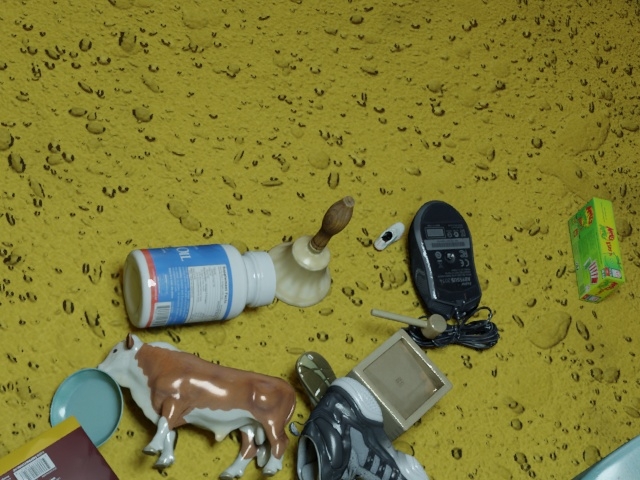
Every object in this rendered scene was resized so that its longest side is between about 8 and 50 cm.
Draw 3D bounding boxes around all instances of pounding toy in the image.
[{"bbox_3d":[0.125,0.201,1.721,0.206,0.094,0.181,-35,79,-36],"label":"pounding toy"}]

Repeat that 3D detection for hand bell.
[{"bbox_3d":[0.000,0.000,1.701,0.126,0.242,0.126,11,57,-17],"label":"hand bell"}]

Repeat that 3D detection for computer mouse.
[{"bbox_3d":[0.211,0.064,1.868,0.188,0.072,0.272,2,71,-25],"label":"computer mouse"}]

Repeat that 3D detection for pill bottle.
[{"bbox_3d":[-0.189,0.068,1.650,0.222,0.124,0.124,-4,62,-27],"label":"pill bottle"}]

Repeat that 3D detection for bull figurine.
[{"bbox_3d":[-0.183,0.246,1.558,0.310,0.101,0.188,12,60,-14],"label":"bull figurine"}]

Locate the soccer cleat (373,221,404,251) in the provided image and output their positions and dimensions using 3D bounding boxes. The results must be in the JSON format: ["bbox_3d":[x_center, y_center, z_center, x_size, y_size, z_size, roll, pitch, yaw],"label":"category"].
[{"bbox_3d":[0.128,-0.011,1.893,0.029,0.035,0.083,47,54,9],"label":"soccer cleat"}]

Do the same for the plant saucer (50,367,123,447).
[{"bbox_3d":[-0.332,0.244,1.508,0.119,0.021,0.119,-6,70,18],"label":"plant saucer"}]

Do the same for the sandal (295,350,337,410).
[{"bbox_3d":[0.010,0.258,1.659,0.072,0.049,0.180,-30,93,-31],"label":"sandal"}]

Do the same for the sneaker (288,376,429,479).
[{"bbox_3d":[0.056,0.352,1.582,0.153,0.101,0.268,-34,92,-30],"label":"sneaker"}]

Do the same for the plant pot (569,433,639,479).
[{"bbox_3d":[0.477,0.457,1.636,0.252,0.247,0.248,-23,70,-14],"label":"plant pot"}]

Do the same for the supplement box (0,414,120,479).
[{"bbox_3d":[-0.358,0.375,1.379,0.191,0.129,0.194,-31,75,-35],"label":"supplement box"}]

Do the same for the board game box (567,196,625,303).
[{"bbox_3d":[0.529,0.019,2.015,0.043,0.092,0.181,12,56,-18],"label":"board game box"}]
